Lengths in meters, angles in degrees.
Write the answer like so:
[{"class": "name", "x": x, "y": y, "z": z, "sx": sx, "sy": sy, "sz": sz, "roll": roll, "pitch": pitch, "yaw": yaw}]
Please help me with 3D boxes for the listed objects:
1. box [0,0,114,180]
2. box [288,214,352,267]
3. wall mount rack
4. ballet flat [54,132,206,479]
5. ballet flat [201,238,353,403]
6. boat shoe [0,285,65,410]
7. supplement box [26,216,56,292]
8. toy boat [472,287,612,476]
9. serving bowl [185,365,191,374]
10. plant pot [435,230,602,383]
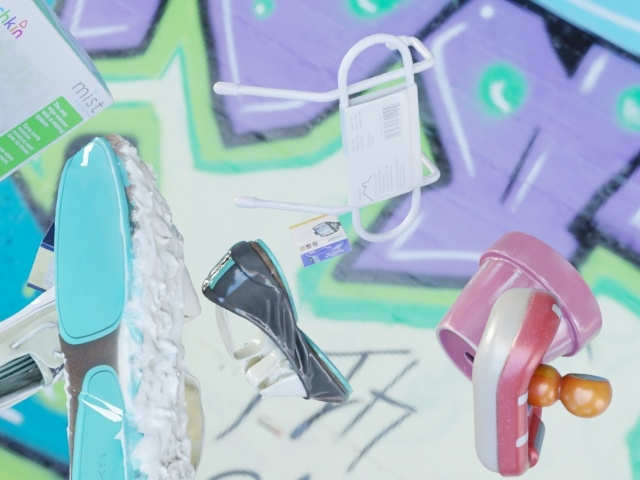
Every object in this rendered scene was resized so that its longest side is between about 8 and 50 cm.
[{"class": "box", "x": -0.398, "y": -0.197, "z": 1.177, "sx": 0.127, "sy": 0.231, "sz": 0.262, "roll": 56, "pitch": 179, "yaw": 31}, {"class": "box", "x": 0.000, "y": 0.000, "z": 1.692, "sx": 0.136, "sy": 0.081, "sz": 0.028, "roll": -113, "pitch": 4, "yaw": -64}, {"class": "wall mount rack", "x": 0.022, "y": -0.149, "z": 1.543, "sx": 0.130, "sy": 0.304, "sz": 0.350, "roll": -124, "pitch": 21, "yaw": -48}, {"class": "ballet flat", "x": -0.174, "y": 0.109, "z": 1.012, "sx": 0.146, "sy": 0.409, "sz": 0.147, "roll": -3, "pitch": 170, "yaw": 0}, {"class": "ballet flat", "x": -0.054, "y": 0.109, "z": 1.179, "sx": 0.095, "sy": 0.096, "sz": 0.280, "roll": 43, "pitch": 167, "yaw": 48}, {"class": "boat shoe", "x": -0.328, "y": 0.134, "z": 1.249, "sx": 0.094, "sy": 0.302, "sz": 0.109, "roll": 43, "pitch": 151, "yaw": 43}, {"class": "supplement box", "x": -0.350, "y": 0.020, "z": 1.448, "sx": 0.056, "sy": 0.083, "sz": 0.083, "roll": 23, "pitch": -146, "yaw": -8}, {"class": "toy boat", "x": 0.260, "y": 0.167, "z": 1.235, "sx": 0.151, "sy": 0.231, "sz": 0.151, "roll": 5, "pitch": -146, "yaw": 19}, {"class": "serving bowl", "x": -0.180, "y": 0.162, "z": 1.152, "sx": 0.083, "sy": 0.083, "sz": 0.027, "roll": 31, "pitch": 171, "yaw": -27}, {"class": "plant pot", "x": 0.275, "y": 0.117, "z": 1.553, "sx": 0.201, "sy": 0.180, "sz": 0.201, "roll": 46, "pitch": 162, "yaw": 19}]
